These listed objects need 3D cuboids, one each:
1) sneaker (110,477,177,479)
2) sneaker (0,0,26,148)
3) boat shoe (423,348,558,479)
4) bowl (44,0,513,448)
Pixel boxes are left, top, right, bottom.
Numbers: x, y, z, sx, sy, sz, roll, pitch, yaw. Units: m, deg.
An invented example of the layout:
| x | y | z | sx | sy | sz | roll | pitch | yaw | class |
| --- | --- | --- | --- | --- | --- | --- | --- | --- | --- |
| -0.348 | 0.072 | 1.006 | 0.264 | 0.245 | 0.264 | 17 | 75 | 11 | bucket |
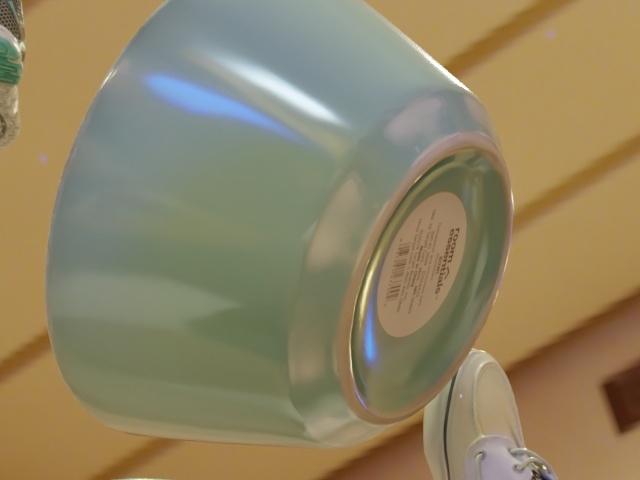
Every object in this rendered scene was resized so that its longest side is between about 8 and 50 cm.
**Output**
| x | y | z | sx | sy | sz | roll | pitch | yaw | class |
| --- | --- | --- | --- | --- | --- | --- | --- | --- | --- |
| -0.027 | 0.229 | 0.909 | 0.319 | 0.127 | 0.208 | 26 | -45 | -1 | sneaker |
| -0.244 | -0.127 | 1.452 | 0.065 | 0.076 | 0.166 | 13 | -31 | -13 | sneaker |
| 0.123 | 0.170 | 1.265 | 0.076 | 0.226 | 0.083 | -25 | -32 | 38 | boat shoe |
| 0.000 | 0.000 | 1.164 | 0.311 | 0.163 | 0.311 | -35 | -43 | -42 | bowl |
